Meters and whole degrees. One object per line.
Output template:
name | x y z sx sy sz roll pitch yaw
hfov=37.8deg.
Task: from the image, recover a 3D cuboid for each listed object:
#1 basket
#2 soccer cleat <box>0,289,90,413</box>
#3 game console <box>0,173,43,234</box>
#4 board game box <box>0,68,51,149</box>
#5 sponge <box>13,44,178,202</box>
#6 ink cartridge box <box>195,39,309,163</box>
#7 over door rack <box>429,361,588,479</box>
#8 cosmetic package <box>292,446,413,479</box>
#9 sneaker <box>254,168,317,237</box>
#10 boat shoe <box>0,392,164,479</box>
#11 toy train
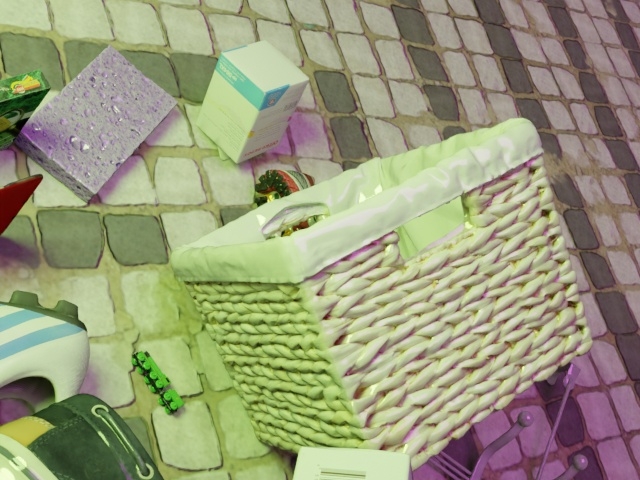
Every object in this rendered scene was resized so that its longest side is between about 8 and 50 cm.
basket | 0.067 0.059 1.034 0.328 0.331 0.266 -26 98 -27
soccer cleat | -0.376 0.103 0.878 0.331 0.116 0.143 15 62 -29
game console | -0.373 -0.041 0.946 0.124 0.144 0.085 35 47 -17
board game box | -0.411 -0.101 0.960 0.260 0.136 0.030 -30 84 -45
sponge | -0.277 -0.151 1.173 0.117 0.031 0.210 41 46 -11
ink cartridge box | -0.097 -0.181 1.269 0.090 0.143 0.092 44 42 17
over door rack | 0.265 0.229 1.323 0.239 0.108 0.324 38 46 -15
cosmetic package | 0.015 0.388 0.678 0.097 0.284 0.377 2 45 12
sneaker | 0.000 0.000 1.265 0.093 0.088 0.225 -11 74 -48
boat shoe | -0.129 0.352 0.867 0.500 0.187 0.156 53 41 -4
toy train | -0.185 0.160 1.066 0.083 0.017 0.024 56 35 3
